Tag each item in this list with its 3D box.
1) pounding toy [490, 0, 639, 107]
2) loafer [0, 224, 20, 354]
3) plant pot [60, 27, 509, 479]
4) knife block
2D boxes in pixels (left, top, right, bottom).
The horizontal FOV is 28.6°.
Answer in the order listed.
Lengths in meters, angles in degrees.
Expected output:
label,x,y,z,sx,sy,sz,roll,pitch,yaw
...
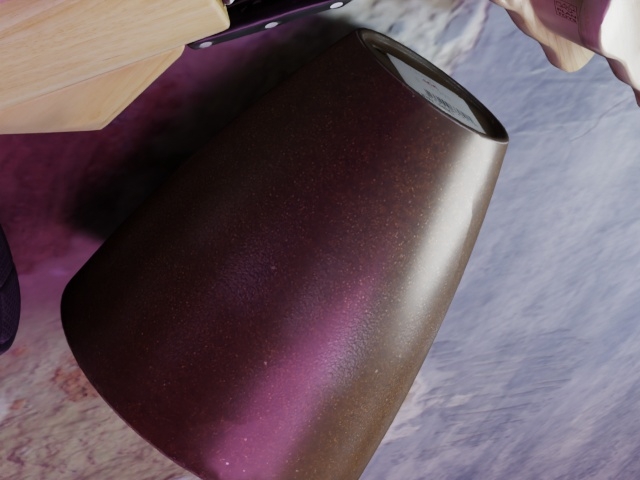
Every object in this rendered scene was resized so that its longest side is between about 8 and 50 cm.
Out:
label,x,y,z,sx,sy,sz,roll,pitch,yaw
pounding toy,0.132,-0.183,0.648,0.154,0.155,0.269,-60,151,5
loafer,-0.244,-0.024,0.653,0.084,0.096,0.267,-7,144,12
plant pot,0.000,0.000,0.739,0.215,0.215,0.230,16,118,-46
knife block,-0.101,-0.129,0.490,0.276,0.088,0.242,-7,162,-38
